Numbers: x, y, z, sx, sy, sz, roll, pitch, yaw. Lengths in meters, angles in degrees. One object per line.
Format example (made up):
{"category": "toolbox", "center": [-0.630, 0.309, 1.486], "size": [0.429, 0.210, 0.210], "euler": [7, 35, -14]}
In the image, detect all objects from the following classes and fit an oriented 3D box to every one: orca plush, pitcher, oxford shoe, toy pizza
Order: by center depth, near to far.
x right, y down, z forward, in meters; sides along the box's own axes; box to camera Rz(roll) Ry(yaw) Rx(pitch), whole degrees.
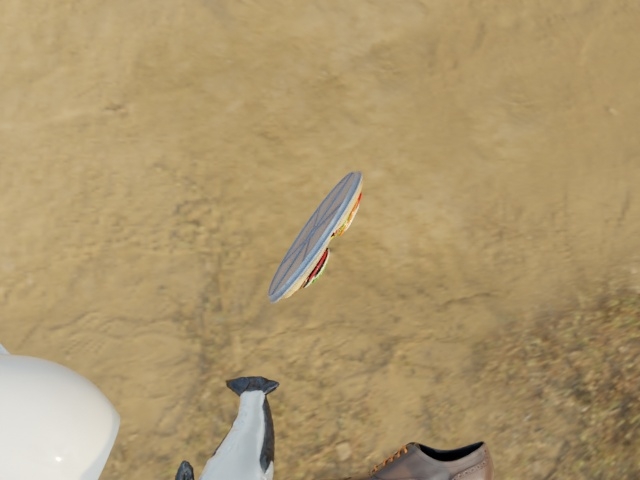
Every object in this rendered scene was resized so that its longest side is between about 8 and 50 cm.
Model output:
{"category": "pitcher", "center": [-0.289, 0.143, 1.178], "size": [0.207, 0.177, 0.125], "euler": [25, 118, -11]}
{"category": "toy pizza", "center": [0.000, 0.000, 1.618], "size": [0.032, 0.201, 0.201], "euler": [35, 107, -8]}
{"category": "oxford shoe", "center": [0.103, 0.324, 1.773], "size": [0.272, 0.097, 0.098], "euler": [-4, 99, -3]}
{"category": "orca plush", "center": [-0.133, 0.338, 1.843], "size": [0.151, 0.102, 0.287], "euler": [3, 61, -6]}
